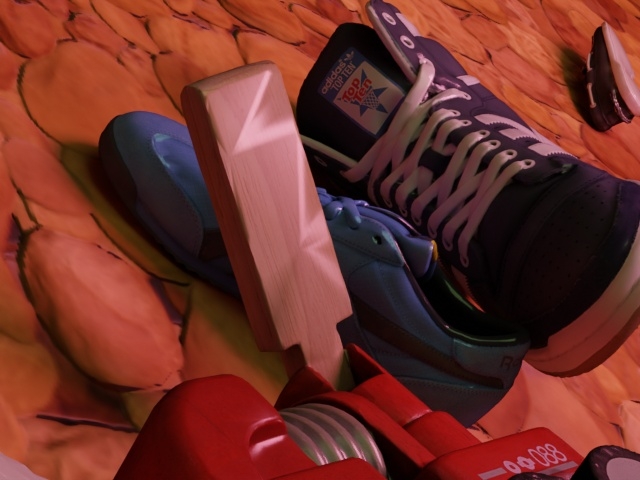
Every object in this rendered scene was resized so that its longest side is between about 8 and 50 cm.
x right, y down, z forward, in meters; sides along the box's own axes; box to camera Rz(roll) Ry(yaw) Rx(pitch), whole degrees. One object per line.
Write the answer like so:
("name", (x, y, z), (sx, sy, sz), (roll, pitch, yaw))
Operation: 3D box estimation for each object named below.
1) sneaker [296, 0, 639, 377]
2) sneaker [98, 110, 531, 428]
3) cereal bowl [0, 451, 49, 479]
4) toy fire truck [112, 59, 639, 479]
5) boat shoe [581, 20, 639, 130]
("sneaker", (0.065, -0.033, 0.839), (0.153, 0.099, 0.282), (36, 6, -14))
("sneaker", (0.000, 0.000, 0.765), (0.209, 0.082, 0.069), (40, 27, 1))
("cereal bowl", (-0.108, 0.140, 0.330), (0.339, 0.141, 0.339), (33, 27, -19))
("toy fire truck", (-0.004, 0.066, 0.602), (0.246, 0.158, 0.217), (40, 24, 26))
("boat shoe", (0.211, -0.121, 1.292), (0.046, 0.038, 0.125), (50, 21, -29))
